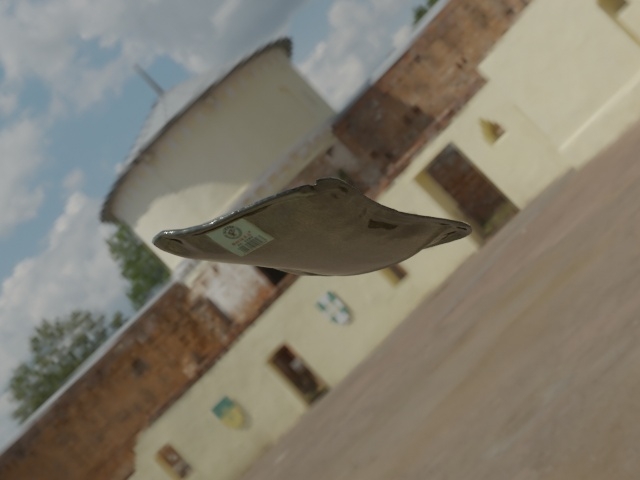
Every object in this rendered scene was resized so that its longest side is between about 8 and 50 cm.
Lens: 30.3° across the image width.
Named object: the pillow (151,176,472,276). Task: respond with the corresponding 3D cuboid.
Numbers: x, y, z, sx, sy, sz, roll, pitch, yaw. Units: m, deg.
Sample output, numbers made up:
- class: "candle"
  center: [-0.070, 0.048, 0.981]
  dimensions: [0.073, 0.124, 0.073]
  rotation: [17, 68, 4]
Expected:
- class: "pillow"
  center: [0.000, -0.001, 0.733]
  dimensions: [0.130, 0.033, 0.217]
  rotation: [-18, -15, 31]
